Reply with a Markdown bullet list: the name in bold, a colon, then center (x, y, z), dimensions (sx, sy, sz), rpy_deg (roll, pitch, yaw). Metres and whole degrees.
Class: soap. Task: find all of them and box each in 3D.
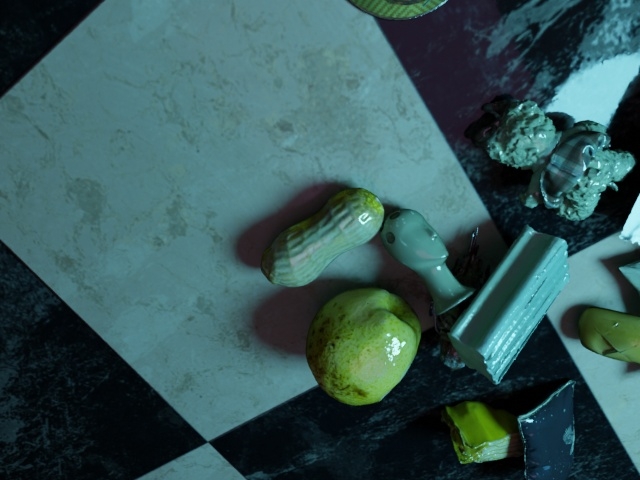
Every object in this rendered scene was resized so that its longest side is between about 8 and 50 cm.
- **soap**: center (0.265, 0.088, 0.617), dimensions (0.198, 0.063, 0.114), rpy_deg (-49, 135, -13)

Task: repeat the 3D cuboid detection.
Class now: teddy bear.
- **teddy bear**: center (0.304, -0.100, 0.571), dimensions (0.213, 0.111, 0.133), rpy_deg (28, 109, -10)

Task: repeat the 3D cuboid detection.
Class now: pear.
- **pear**: center (0.068, 0.153, 0.666), dimensions (0.178, 0.178, 0.178), rpy_deg (1, 114, 3)

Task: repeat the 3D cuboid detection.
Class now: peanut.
- **peanut**: center (0.000, 0.000, 0.644), dimensions (0.206, 0.087, 0.087), rpy_deg (-34, 108, 15)

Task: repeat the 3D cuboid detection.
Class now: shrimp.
- **shrimp**: center (0.216, 0.090, 0.681), dimensions (0.090, 0.079, 0.233), rpy_deg (9, 107, 16)

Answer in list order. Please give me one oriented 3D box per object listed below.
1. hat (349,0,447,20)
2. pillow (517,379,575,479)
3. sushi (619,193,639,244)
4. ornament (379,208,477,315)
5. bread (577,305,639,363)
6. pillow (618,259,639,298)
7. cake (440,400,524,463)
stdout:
- **hat**: center (0.094, -0.350, 0.490), dimensions (0.193, 0.082, 0.193), rpy_deg (2, 114, 4)
- **pillow**: center (0.397, 0.356, 0.775), dimensions (0.141, 0.055, 0.208), rpy_deg (-21, 112, -25)
- **sushi**: center (0.580, -0.125, 0.575), dimensions (0.320, 0.069, 0.339), rpy_deg (12, 108, -4)
- **ornament**: center (0.148, 0.023, 0.630), dimensions (0.156, 0.074, 0.081), rpy_deg (57, 144, 12)
- **bread**: center (0.452, 0.150, 0.675), dimensions (0.115, 0.056, 0.082), rpy_deg (16, 132, 41)
- **pillow**: center (0.548, 0.114, 0.669), dimensions (0.144, 0.078, 0.254), rpy_deg (-20, 110, 16)
- **cake**: center (0.306, 0.346, 0.769), dimensions (0.185, 0.116, 0.080), rpy_deg (31, 110, -5)
